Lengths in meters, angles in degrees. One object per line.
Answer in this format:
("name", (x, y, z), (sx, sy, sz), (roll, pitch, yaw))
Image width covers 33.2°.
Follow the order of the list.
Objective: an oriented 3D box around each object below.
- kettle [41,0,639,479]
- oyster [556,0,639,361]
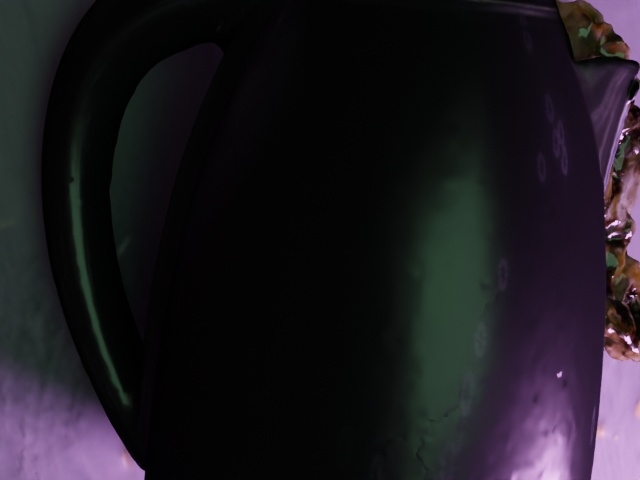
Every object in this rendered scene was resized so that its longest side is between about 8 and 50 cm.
("kettle", (0.000, 0.000, 0.492), (0.269, 0.207, 0.290), (6, 104, 6))
("oyster", (0.118, -0.034, 0.623), (0.223, 0.083, 0.214), (-1, 99, -24))
